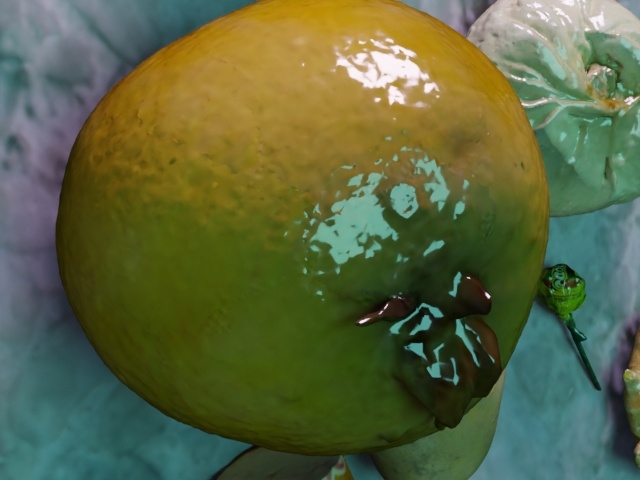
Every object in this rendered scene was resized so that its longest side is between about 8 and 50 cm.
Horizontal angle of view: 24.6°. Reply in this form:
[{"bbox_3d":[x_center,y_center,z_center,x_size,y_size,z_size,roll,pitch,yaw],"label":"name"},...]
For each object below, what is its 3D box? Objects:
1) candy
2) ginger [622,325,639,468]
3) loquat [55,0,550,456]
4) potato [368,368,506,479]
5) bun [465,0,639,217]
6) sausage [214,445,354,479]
[{"bbox_3d":[0.194,0.070,1.109,0.035,0.035,0.123,-38,122,-23],"label":"candy"},{"bbox_3d":[0.310,0.125,1.179,0.193,0.052,0.176,39,72,-22],"label":"ginger"},{"bbox_3d":[0.000,0.000,0.819,0.274,0.275,0.275,-3,96,-34],"label":"loquat"},{"bbox_3d":[0.072,0.099,0.982,0.112,0.112,0.147,-6,104,-34],"label":"potato"},{"bbox_3d":[0.181,-0.099,1.033,0.164,0.111,0.188,-49,121,-18],"label":"bun"},{"bbox_3d":[0.028,0.278,0.971,0.093,0.093,0.312,-34,112,-28],"label":"sausage"}]
